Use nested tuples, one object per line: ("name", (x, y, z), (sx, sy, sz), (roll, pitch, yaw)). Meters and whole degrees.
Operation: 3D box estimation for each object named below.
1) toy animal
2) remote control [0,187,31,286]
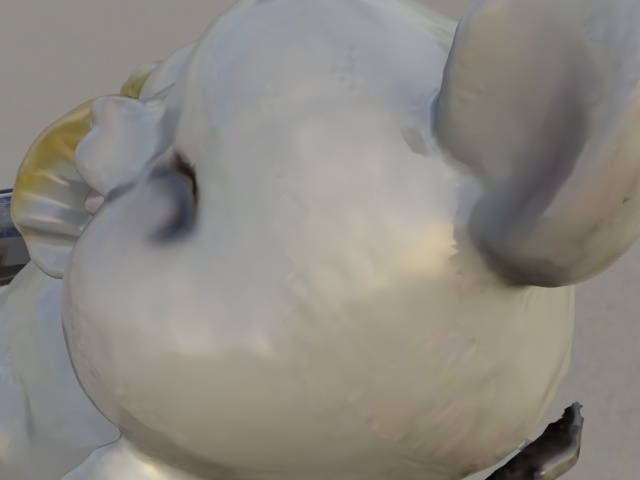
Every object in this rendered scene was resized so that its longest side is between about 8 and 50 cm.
("toy animal", (-0.005, 0.005, 0.522), (0.325, 0.154, 0.208), (-34, 13, 29))
("remote control", (-0.136, -0.024, 1.184), (0.266, 0.066, 0.090), (-14, 22, 4))
